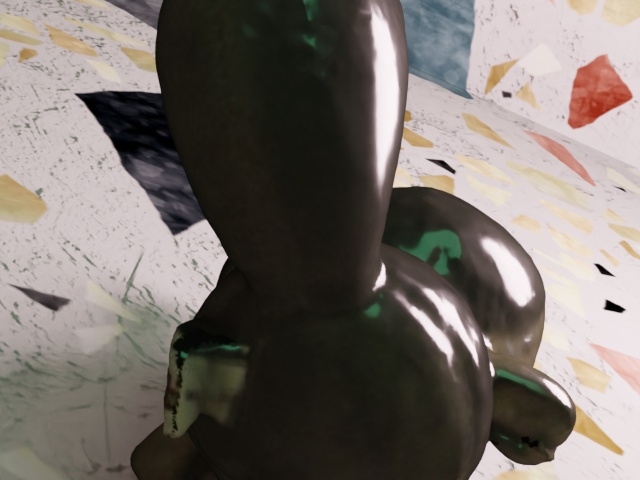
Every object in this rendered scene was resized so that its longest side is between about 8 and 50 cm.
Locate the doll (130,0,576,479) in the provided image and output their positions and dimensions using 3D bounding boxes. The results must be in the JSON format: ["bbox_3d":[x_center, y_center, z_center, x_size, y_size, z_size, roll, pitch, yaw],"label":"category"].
[{"bbox_3d":[0.036,-0.001,0.778,0.252,0.379,0.382,9,18,2],"label":"doll"}]
